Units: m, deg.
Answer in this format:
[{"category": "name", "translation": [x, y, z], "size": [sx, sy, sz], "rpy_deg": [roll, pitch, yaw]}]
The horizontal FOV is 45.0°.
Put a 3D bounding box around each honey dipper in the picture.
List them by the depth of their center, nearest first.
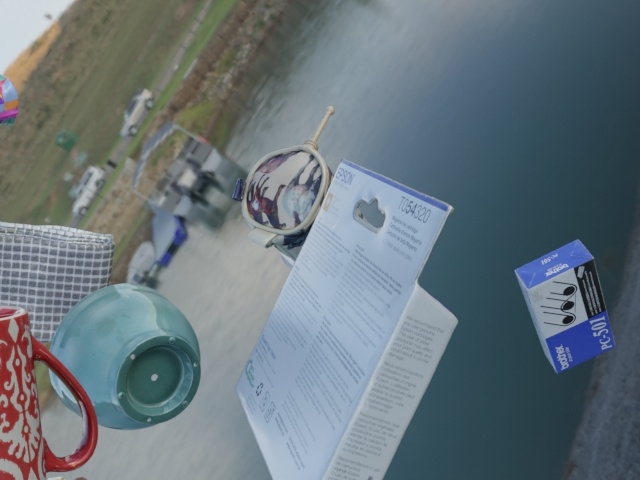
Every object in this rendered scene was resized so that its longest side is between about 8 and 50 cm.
[{"category": "honey dipper", "translation": [-0.002, -0.205, 1.455], "size": [0.030, 0.030, 0.160], "rpy_deg": [-40, 17, 46]}]

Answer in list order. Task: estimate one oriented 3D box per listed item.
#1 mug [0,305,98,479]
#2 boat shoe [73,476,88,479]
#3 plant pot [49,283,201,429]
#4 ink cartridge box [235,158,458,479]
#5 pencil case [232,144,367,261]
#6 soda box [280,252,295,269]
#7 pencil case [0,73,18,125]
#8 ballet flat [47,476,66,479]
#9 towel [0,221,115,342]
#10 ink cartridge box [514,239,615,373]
[{"category": "mug", "translation": [-0.272, 0.141, 0.636], "size": [0.150, 0.113, 0.169], "rpy_deg": [-15, -76, -68]}, {"category": "boat shoe", "translation": [-0.587, 0.685, 2.018], "size": [0.073, 0.073, 0.207], "rpy_deg": [-40, 30, -20]}, {"category": "plant pot", "translation": [-0.352, 0.246, 1.509], "size": [0.196, 0.293, 0.293], "rpy_deg": [14, 71, 52]}, {"category": "ink cartridge box", "translation": [0.026, 0.093, 0.829], "size": [0.330, 0.072, 0.324], "rpy_deg": [-64, 20, 6]}, {"category": "pencil case", "translation": [-0.010, -0.014, 1.429], "size": [0.183, 0.160, 0.410], "rpy_deg": [-51, -27, -5]}, {"category": "soda box", "translation": [0.000, 0.000, 2.034], "size": [0.216, 0.074, 0.069], "rpy_deg": [-42, -24, -12]}, {"category": "pencil case", "translation": [-0.625, -0.211, 1.308], "size": [0.104, 0.104, 0.236], "rpy_deg": [-42, -2, 42]}, {"category": "ballet flat", "translation": [-0.384, 0.370, 1.103], "size": [0.070, 0.070, 0.188], "rpy_deg": [-61, 14, -14]}, {"category": "towel", "translation": [-0.577, 0.090, 1.583], "size": [0.121, 0.284, 0.234], "rpy_deg": [-129, 47, -65]}, {"category": "ink cartridge box", "translation": [0.352, 0.099, 1.101], "size": [0.097, 0.207, 0.046], "rpy_deg": [-27, 41, 5]}]
